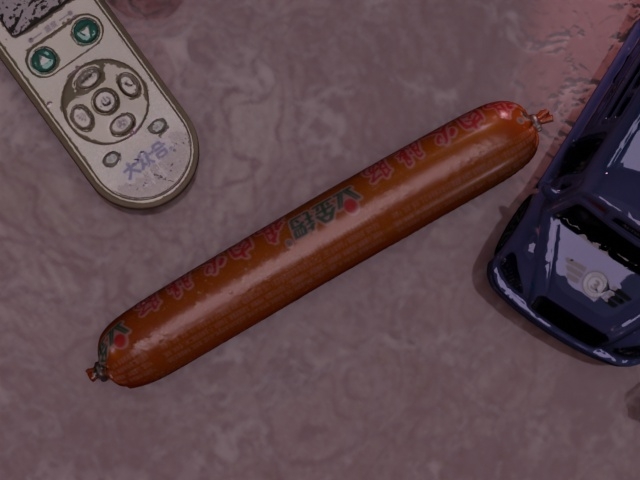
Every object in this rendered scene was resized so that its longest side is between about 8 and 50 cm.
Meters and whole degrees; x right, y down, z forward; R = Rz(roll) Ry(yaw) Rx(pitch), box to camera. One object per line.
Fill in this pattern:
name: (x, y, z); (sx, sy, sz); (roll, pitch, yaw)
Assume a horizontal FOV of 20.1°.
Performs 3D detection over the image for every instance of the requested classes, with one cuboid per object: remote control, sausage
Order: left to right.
remote control: (-0.160, -0.116, 1.176); (0.078, 0.042, 0.221); (-36, 89, -4)
sausage: (0.000, 0.000, 1.173); (0.348, 0.053, 0.053); (-30, 89, -5)

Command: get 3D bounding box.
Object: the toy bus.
toy bus: (0.231, -0.064, 1.152); (0.125, 0.133, 0.292); (32, 85, -2)
